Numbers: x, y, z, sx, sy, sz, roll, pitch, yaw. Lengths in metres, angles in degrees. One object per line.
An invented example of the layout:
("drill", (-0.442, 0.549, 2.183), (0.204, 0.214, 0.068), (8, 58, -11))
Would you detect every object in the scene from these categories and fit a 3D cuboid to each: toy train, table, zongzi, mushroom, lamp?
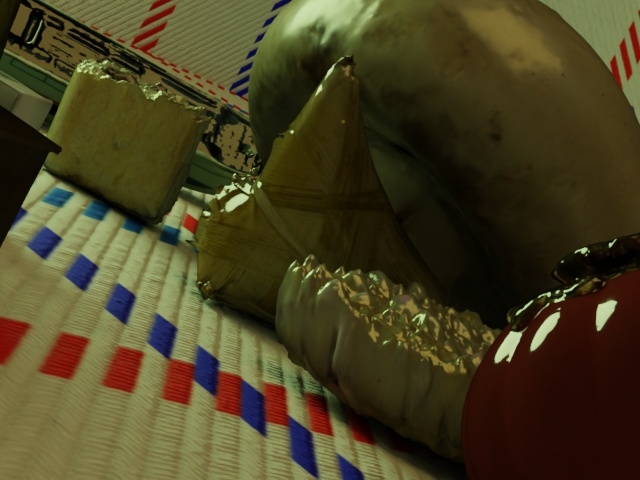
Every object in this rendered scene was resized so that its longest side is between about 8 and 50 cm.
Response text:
("toy train", (-0.222, -0.141, 1.500), (0.407, 0.088, 0.086), (29, 49, -17))
("table", (-0.196, -0.034, 0.784), (0.070, 0.082, 0.083), (33, 8, 34))
("zongzi", (0.031, -0.011, 1.086), (0.194, 0.197, 0.099), (30, 22, -18))
("mushroom", (0.083, -0.041, 1.245), (0.362, 0.294, 0.362), (37, -25, 20))
("lamp", (0.187, 0.102, 0.824), (0.227, 0.227, 0.227), (28, 6, -3))

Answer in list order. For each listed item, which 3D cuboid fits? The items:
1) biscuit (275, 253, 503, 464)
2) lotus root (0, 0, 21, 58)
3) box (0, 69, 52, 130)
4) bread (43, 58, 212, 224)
("biscuit", (0.106, 0.104, 1.002), (0.281, 0.084, 0.179), (21, 14, -36))
("lotus root", (-0.255, -0.099, 0.829), (0.204, 0.078, 0.183), (-9, -25, 3))
("box", (-0.248, -0.087, 0.978), (0.154, 0.084, 0.040), (31, 9, 23))
("bread", (-0.155, -0.082, 1.258), (0.125, 0.106, 0.082), (26, 12, 11))
